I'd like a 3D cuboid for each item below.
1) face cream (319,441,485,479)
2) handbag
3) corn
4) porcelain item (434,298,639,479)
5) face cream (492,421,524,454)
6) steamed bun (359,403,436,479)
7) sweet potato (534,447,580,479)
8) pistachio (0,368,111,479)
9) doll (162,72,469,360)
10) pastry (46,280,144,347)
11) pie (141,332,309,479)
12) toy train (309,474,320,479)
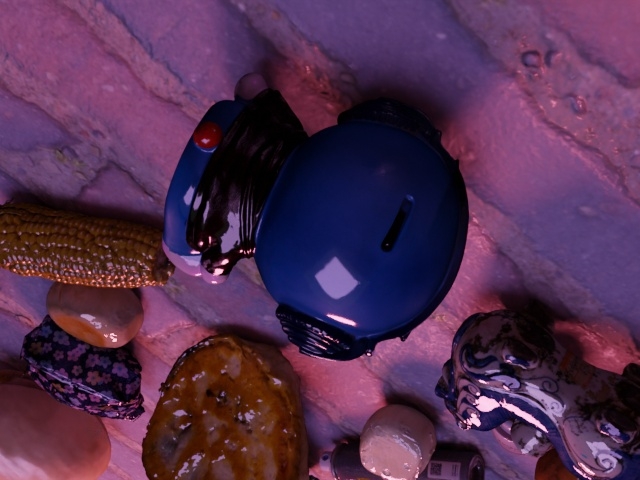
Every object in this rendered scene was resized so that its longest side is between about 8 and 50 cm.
[{"bbox_3d":[0.128,0.375,1.498,0.284,0.073,0.073,-3,133,32],"label":"face cream"},{"bbox_3d":[-0.405,0.233,1.587,0.229,0.126,0.208,25,157,-1],"label":"handbag"},{"bbox_3d":[-0.361,0.012,1.336,0.318,0.115,0.115,9,139,20],"label":"corn"},{"bbox_3d":[0.282,0.209,1.130,0.288,0.138,0.186,32,127,11],"label":"porcelain item"},{"bbox_3d":[0.278,0.248,1.259,0.091,0.091,0.095,13,147,17],"label":"face cream"},{"bbox_3d":[0.122,0.308,1.411,0.113,0.091,0.130,28,129,12],"label":"steamed bun"},{"bbox_3d":[0.376,0.311,1.266,0.095,0.106,0.354,62,151,23],"label":"sweet potato"},{"bbox_3d":[-0.568,0.388,1.807,0.309,0.230,0.230,40,140,-12],"label":"pistachio"},{"bbox_3d":[0.002,-0.027,0.967,0.310,0.284,0.240,25,172,3],"label":"doll"},{"bbox_3d":[-0.363,0.114,1.465,0.156,0.092,0.156,22,150,13],"label":"pastry"},{"bbox_3d":[-0.147,0.307,1.421,0.315,0.315,0.092,5,175,25],"label":"pie"},{"bbox_3d":[-0.096,0.399,1.585,0.189,0.126,0.307,20,148,49],"label":"toy train"}]
